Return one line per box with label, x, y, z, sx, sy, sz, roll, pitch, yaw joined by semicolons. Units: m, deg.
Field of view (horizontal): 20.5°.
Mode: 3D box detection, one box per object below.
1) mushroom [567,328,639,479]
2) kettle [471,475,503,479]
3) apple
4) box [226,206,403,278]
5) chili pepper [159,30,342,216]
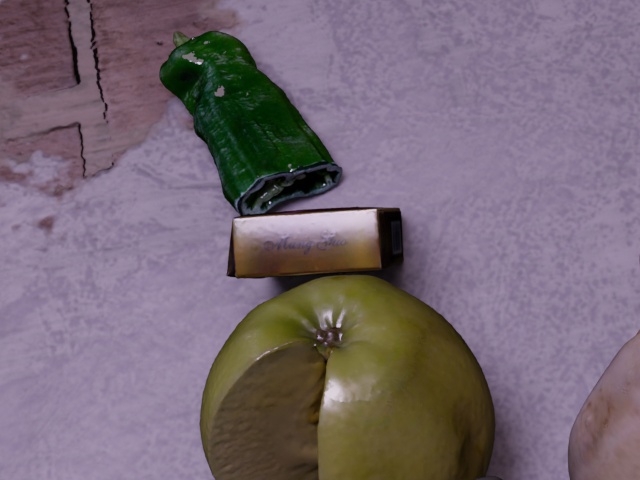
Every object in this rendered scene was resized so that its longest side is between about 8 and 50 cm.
mushroom;0.393;0.175;1.723;0.292;0.292;0.290;3;32;12
kettle;0.213;0.399;1.644;0.321;0.228;0.324;-19;58;-38
apple;0.026;0.175;1.754;0.292;0.254;0.292;-6;41;5
box;0.000;0.000;1.880;0.159;0.240;0.071;-1;91;9
chili pepper;-0.100;-0.151;2.061;0.136;0.099;0.270;-29;58;-13
